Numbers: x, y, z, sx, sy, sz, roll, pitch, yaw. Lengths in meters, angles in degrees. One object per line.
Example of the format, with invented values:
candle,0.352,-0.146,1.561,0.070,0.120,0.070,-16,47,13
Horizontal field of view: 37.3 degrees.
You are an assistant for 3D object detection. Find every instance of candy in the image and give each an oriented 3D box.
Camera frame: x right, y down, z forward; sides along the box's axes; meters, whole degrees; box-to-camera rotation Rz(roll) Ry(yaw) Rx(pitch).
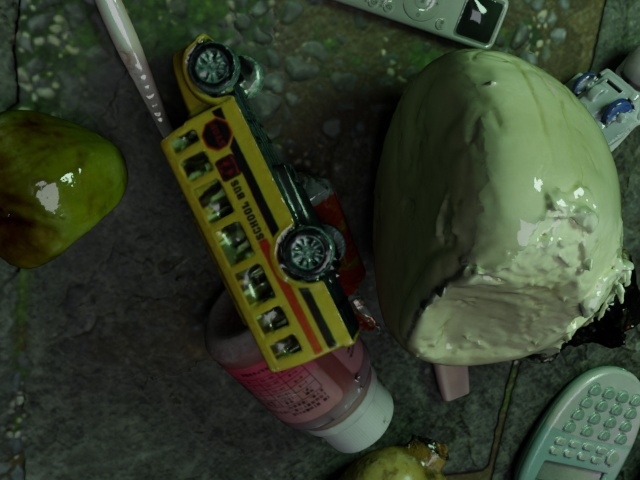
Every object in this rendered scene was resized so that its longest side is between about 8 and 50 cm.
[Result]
candy,0.000,-0.001,1.101,0.059,0.086,0.292,-38,124,-21

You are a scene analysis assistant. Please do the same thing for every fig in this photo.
fig,-0.272,-0.053,0.947,0.165,0.144,0.154,-12,82,-25

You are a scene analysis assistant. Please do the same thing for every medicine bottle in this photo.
medicine bottle,-0.018,0.148,1.133,0.147,0.147,0.247,-40,122,1

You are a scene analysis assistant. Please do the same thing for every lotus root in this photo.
lotus root,0.078,0.382,1.284,0.160,0.146,0.284,27,100,-48

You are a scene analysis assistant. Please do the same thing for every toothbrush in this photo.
toothbrush,-0.176,-0.147,0.994,0.025,0.029,0.307,-22,120,-1

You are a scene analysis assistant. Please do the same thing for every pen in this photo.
pen,0.167,0.130,1.262,0.053,0.032,0.197,-18,122,-12

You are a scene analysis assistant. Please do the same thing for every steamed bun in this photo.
steamed bun,0.196,-0.038,1.015,0.233,0.312,0.334,6,153,-15

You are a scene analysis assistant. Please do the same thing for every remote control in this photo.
remote control,0.094,-0.271,1.040,0.261,0.029,0.067,12,110,-26

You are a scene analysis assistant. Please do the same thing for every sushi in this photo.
sushi,0.315,0.078,1.228,0.212,0.147,0.115,-13,123,-7

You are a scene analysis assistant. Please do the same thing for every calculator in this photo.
calculator,0.386,0.321,1.435,0.184,0.042,0.295,18,104,-28

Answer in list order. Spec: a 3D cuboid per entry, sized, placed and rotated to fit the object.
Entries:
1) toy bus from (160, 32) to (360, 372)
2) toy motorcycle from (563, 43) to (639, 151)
toy bus,-0.067,-0.038,0.964,0.123,0.121,0.336,-26,90,9
toy motorcycle,0.340,-0.145,1.167,0.254,0.112,0.112,-39,122,3
